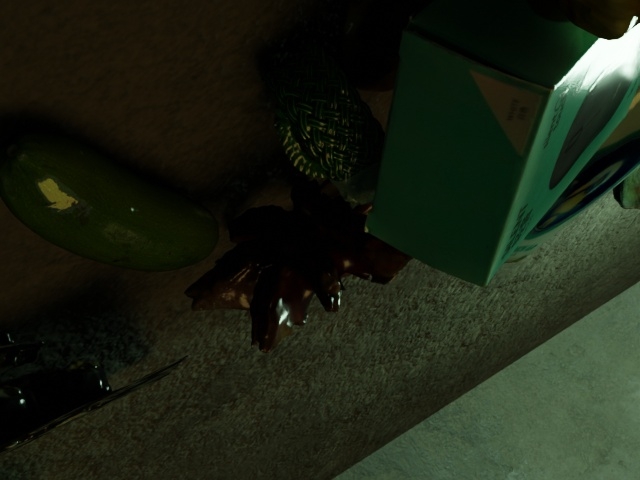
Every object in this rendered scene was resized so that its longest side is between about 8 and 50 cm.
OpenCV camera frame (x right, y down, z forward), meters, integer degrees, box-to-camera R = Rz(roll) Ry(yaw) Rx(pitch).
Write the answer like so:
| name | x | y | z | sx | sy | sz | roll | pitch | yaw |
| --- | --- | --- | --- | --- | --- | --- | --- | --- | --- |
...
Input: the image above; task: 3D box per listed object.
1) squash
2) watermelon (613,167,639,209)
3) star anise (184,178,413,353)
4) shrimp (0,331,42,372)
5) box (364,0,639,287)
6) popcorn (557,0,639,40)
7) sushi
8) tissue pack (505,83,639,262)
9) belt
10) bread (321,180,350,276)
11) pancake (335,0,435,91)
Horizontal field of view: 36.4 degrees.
| name | x | y | z | sx | sy | sz | roll | pitch | yaw |
| --- | --- | --- | --- | --- | --- | --- | --- | --- | --- |
| squash | -0.165 | -0.020 | 0.793 | 0.082 | 0.082 | 0.292 | -38 | 159 | 9 |
| watermelon | 0.594 | -0.113 | 1.555 | 0.320 | 0.213 | 0.289 | -44 | 162 | -10 |
| star anise | 0.000 | 0.000 | 0.916 | 0.288 | 0.288 | 0.088 | -34 | 120 | -3 |
| shrimp | -0.392 | 0.151 | 0.884 | 0.262 | 0.051 | 0.198 | -15 | 160 | -46 |
| box | 0.176 | -0.133 | 0.796 | 0.311 | 0.118 | 0.205 | -43 | 152 | -39 |
| popcorn | 0.234 | -0.256 | 0.547 | 0.325 | 0.290 | 0.321 | -3 | -167 | 7 |
| sushi | -0.283 | 0.165 | 0.996 | 0.292 | 0.059 | 0.294 | -24 | 174 | -19 |
| tissue pack | 0.283 | -0.138 | 1.109 | 0.388 | 0.162 | 0.287 | -44 | 161 | 22 |
| belt | 0.006 | -0.090 | 0.823 | 0.079 | 0.121 | 0.151 | -37 | 128 | 3 |
| bread | 0.014 | -0.008 | 1.108 | 0.119 | 0.067 | 0.192 | -35 | 162 | -23 |
| pancake | 0.113 | -0.221 | 0.846 | 0.250 | 0.031 | 0.250 | -35 | 159 | -15 |
